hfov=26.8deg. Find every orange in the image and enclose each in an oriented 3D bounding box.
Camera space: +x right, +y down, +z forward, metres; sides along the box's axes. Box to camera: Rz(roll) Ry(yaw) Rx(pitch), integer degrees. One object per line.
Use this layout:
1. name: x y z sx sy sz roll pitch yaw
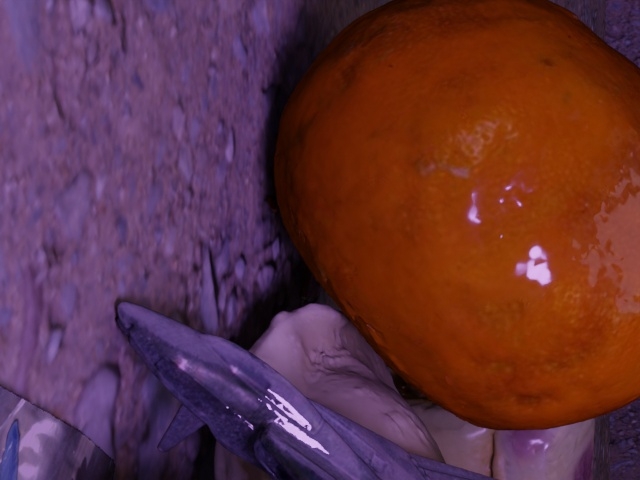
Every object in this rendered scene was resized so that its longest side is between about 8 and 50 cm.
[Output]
1. orange: 0.108 -0.021 0.804 0.284 0.226 0.284 43 14 -14

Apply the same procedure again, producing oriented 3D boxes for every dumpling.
1. dumpling: 0.023 0.132 0.791 0.252 0.131 0.179 20 55 -50

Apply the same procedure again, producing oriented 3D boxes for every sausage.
1. sausage: 0.000 0.000 0.894 0.015 0.015 0.100 63 35 -59

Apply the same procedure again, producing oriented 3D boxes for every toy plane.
1. toy plane: 0.005 0.124 0.636 0.088 0.267 0.212 -57 -176 21

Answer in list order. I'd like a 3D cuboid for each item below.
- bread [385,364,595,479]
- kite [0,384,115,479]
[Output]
1. bread: 0.112 0.255 1.015 0.155 0.187 0.338 -38 129 -62
2. kite: -0.140 0.110 0.471 0.310 0.015 0.169 65 34 -58
